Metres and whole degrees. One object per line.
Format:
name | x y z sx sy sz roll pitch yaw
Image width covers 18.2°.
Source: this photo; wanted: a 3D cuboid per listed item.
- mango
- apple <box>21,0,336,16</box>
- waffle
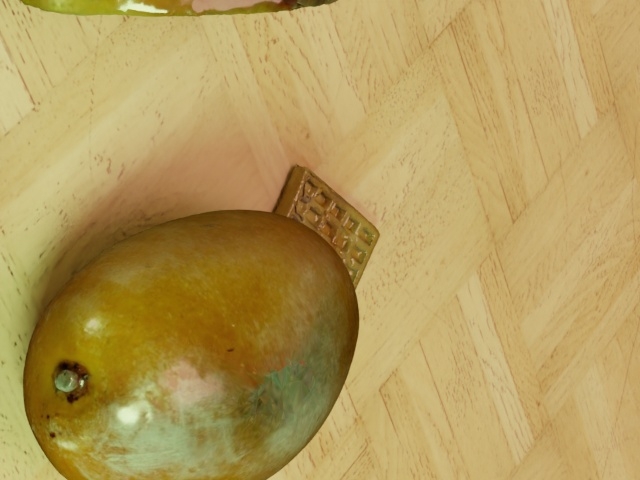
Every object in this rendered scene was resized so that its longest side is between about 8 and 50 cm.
mango | -0.081 0.087 1.550 0.384 0.199 0.221 -13 105 -63
apple | -0.090 -0.250 1.472 0.346 0.179 0.254 -20 77 -49
waffle | 0.000 0.000 1.763 0.135 0.021 0.092 41 66 -48
